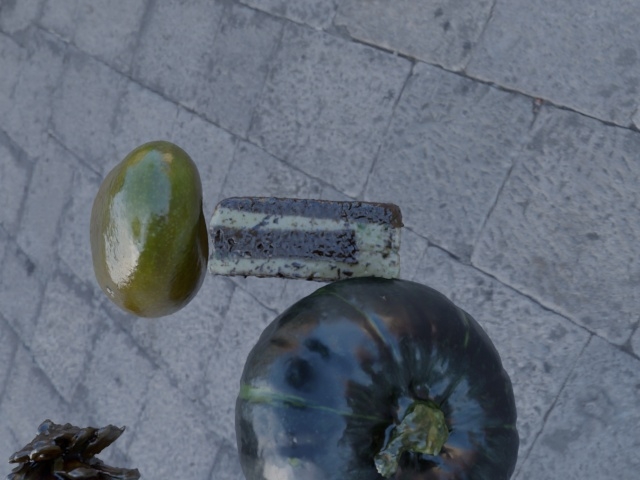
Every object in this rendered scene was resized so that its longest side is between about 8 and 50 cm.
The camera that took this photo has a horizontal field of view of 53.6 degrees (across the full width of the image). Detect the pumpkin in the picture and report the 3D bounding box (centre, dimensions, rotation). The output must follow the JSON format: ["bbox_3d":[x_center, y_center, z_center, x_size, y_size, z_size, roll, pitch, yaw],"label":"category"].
[{"bbox_3d":[0.065,0.199,0.722,0.241,0.323,0.323,151,114,-62],"label":"pumpkin"}]

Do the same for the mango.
[{"bbox_3d":[-0.135,-0.007,0.512,0.227,0.099,0.136,143,124,-68],"label":"mango"}]

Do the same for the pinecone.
[{"bbox_3d":[-0.309,0.307,0.763,0.179,0.149,0.195,-48,20,61],"label":"pinecone"}]

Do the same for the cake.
[{"bbox_3d":[-0.007,-0.001,0.811,0.135,0.246,0.112,-6,79,59],"label":"cake"}]
